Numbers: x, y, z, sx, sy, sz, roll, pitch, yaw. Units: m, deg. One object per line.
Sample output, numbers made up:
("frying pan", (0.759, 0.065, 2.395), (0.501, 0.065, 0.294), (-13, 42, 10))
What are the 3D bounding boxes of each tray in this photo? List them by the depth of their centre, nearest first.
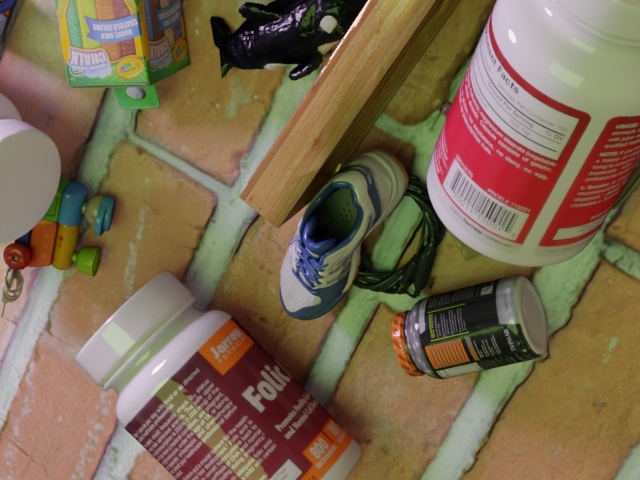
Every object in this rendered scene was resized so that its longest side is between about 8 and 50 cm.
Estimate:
("tray", (0.059, -0.216, 1.844), (0.076, 0.203, 0.411), (38, 118, 6))

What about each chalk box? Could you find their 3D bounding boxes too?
("chalk box", (-0.271, -0.281, 1.990), (0.132, 0.132, 0.213), (0, 109, 22))

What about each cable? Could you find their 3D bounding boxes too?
("cable", (0.094, -0.014, 1.999), (0.150, 0.047, 0.185), (22, 118, 18))

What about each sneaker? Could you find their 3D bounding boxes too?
("sneaker", (0.000, 0.000, 1.952), (0.112, 0.131, 0.296), (39, 125, 16))

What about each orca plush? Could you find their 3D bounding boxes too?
("orca plush", (-0.067, -0.295, 1.882), (0.287, 0.102, 0.151), (9, 73, 51))

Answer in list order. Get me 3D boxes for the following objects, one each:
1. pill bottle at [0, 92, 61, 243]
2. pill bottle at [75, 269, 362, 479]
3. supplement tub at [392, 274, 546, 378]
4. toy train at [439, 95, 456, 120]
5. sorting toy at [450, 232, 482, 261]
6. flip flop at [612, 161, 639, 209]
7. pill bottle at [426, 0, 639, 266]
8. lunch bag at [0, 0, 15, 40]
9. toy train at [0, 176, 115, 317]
("pill bottle", (-0.554, -0.148, 2.057), (0.363, 0.210, 0.210), (28, 118, 30))
("pill bottle", (-0.149, 0.243, 2.083), (0.392, 0.224, 0.224), (45, 118, 1))
("supplement tub", (0.201, 0.122, 1.960), (0.190, 0.117, 0.117), (-15, 103, 26))
("toy train", (0.226, -0.157, 1.894), (0.166, 0.046, 0.125), (-28, 117, 20))
("sorting toy", (0.219, -0.013, 1.963), (0.083, 0.012, 0.062), (-24, 94, 30))
("flip flop", (0.430, -0.139, 1.795), (0.080, 0.112, 0.277), (12, 131, -32))
("pill bottle", (0.282, -0.173, 1.659), (0.229, 0.229, 0.408), (31, 140, 9))
("lunch bag", (-0.592, -0.352, 2.028), (0.303, 0.243, 0.115), (33, 118, 9))
("toy train", (-0.396, 0.023, 2.177), (0.143, 0.105, 0.248), (15, 114, 1))
